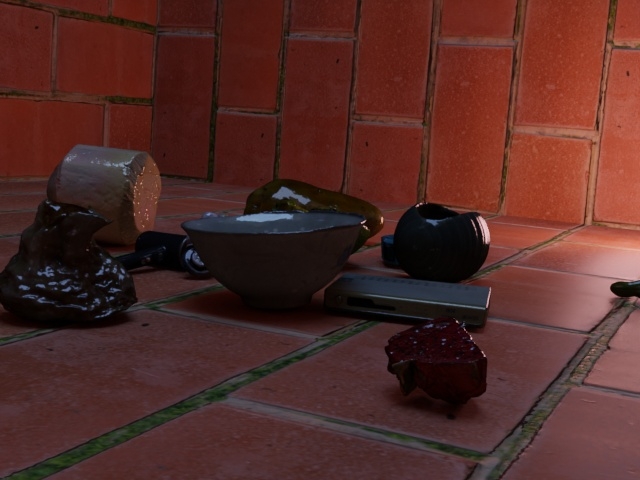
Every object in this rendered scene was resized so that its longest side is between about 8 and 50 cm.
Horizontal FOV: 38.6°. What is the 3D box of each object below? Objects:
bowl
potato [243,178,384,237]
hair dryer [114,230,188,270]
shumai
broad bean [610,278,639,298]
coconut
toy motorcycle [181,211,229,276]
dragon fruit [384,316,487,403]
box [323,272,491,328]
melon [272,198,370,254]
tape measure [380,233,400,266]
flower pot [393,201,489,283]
[{"bbox_3d":[-0.074,0.035,1.528,0.314,0.146,0.313,-3,7,0],"label":"bowl"},{"bbox_3d":[-0.017,-0.073,2.397,0.369,0.176,0.195,7,-20,-12],"label":"potato"},{"bbox_3d":[-0.362,0.032,1.771,0.128,0.070,0.255,9,13,34],"label":"hair dryer"},{"bbox_3d":[-0.368,0.027,1.346,0.206,0.175,0.166,2,7,-39],"label":"shumai"},{"bbox_3d":[0.705,0.098,1.884,0.214,0.048,0.070,0,9,-8],"label":"broad bean"},{"bbox_3d":[-0.503,-0.105,2.076,0.244,0.239,0.239,5,7,11],"label":"coconut"},{"bbox_3d":[-0.183,0.006,1.808,0.229,0.151,0.074,-7,-32,-35],"label":"toy motorcycle"},{"bbox_3d":[0.133,0.153,1.080,0.106,0.083,0.162,-9,18,-4],"label":"dragon fruit"},{"bbox_3d":[0.154,0.101,1.566,0.270,0.045,0.211,5,8,11],"label":"box"},{"bbox_3d":[0.000,0.000,2.023,0.169,0.129,0.265,25,-7,-29],"label":"melon"},{"bbox_3d":[0.204,0.019,2.084,0.125,0.080,0.146,1,8,-1],"label":"tape measure"},{"bbox_3d":[0.254,0.005,1.917,0.189,0.157,0.243,12,13,33],"label":"flower pot"}]
